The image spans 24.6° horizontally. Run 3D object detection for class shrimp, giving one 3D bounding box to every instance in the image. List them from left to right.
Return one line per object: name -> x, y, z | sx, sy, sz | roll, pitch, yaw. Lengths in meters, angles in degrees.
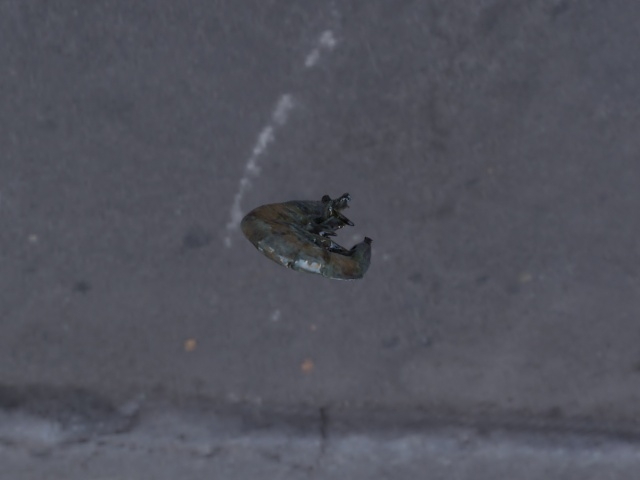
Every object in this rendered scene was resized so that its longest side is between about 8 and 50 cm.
shrimp -> 0.000, 0.000, 1.052 | 0.091, 0.161, 0.034 | 35, 111, 11
